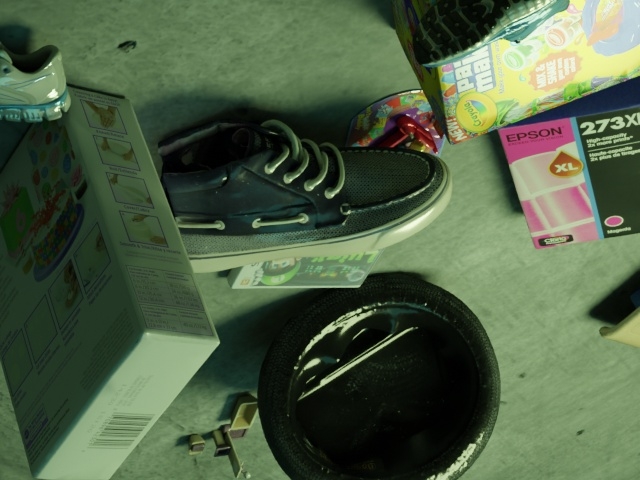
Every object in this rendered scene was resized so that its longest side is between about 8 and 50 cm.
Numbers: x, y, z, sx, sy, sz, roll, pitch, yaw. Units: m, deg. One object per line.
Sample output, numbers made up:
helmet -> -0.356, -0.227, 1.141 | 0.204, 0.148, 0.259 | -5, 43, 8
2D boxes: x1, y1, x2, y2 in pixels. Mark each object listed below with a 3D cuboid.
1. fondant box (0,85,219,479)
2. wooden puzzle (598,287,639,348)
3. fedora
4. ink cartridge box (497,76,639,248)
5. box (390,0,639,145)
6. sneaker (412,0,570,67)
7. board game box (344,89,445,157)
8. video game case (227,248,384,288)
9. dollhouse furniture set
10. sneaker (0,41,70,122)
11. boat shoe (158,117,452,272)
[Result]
fondant box -> -0.242, 0.042, 1.651 | 0.096, 0.330, 0.238 | 8, 135, -39
wooden puzzle -> 0.622, 0.062, 2.400 | 0.322, 0.080, 0.348 | 17, 134, -43
fedora -> 0.066, 0.202, 2.164 | 0.334, 0.334, 0.152 | -11, 177, -17
ink cartridge box -> 0.313, -0.117, 1.953 | 0.175, 0.069, 0.371 | -9, 145, 13
box -> 0.211, -0.287, 1.606 | 0.279, 0.177, 0.290 | -21, 145, -2
sneaker -> 0.163, -0.197, 1.492 | 0.162, 0.063, 0.073 | -26, 148, 6
board game box -> 0.095, -0.106, 1.906 | 0.133, 0.033, 0.169 | -10, 143, -19
video game case -> 0.000, 0.000, 2.001 | 0.190, 0.022, 0.173 | 0, 141, -30
dollhouse furniture set -> -0.123, 0.278, 2.254 | 0.091, 0.081, 0.114 | -4, 141, -25
sneaker -> -0.338, -0.156, 1.576 | 0.190, 0.071, 0.083 | -13, 133, -23
boat shoe -> -0.022, -0.068, 1.798 | 0.340, 0.127, 0.158 | -14, 141, -4
